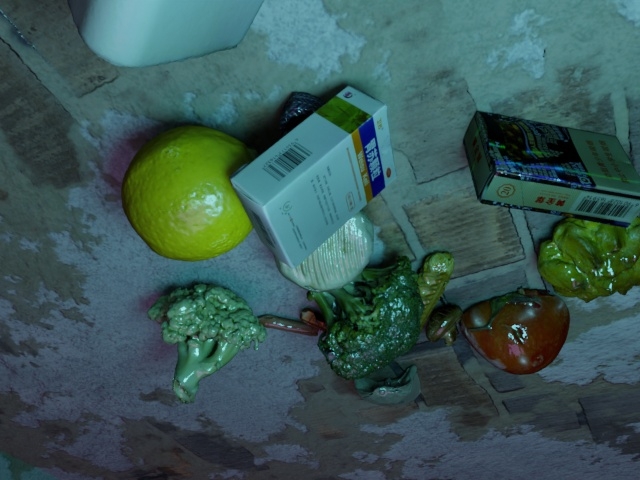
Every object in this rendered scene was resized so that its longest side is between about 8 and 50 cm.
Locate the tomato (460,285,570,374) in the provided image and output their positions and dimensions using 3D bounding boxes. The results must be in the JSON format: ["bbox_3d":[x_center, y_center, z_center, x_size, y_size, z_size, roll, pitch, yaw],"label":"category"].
[{"bbox_3d":[0.550,0.281,1.492,0.309,0.170,0.309,2,134,2],"label":"tomato"}]

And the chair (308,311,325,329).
[{"bbox_3d":[0.003,0.214,1.520,0.042,0.037,0.086,24,112,-34],"label":"chair"}]

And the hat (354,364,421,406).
[{"bbox_3d":[0.233,0.510,1.767,0.214,0.149,0.244,-16,122,18],"label":"hat"}]

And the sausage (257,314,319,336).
[{"bbox_3d":[-0.094,0.247,1.577,0.186,0.043,0.043,12,134,-11],"label":"sausage"}]

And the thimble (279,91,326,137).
[{"bbox_3d":[-0.029,-0.235,1.074,0.104,0.066,0.095,30,126,-25],"label":"thimble"}]

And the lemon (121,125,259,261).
[{"bbox_3d":[-0.251,-0.093,1.083,0.293,0.293,0.293,1,135,1],"label":"lemon"}]

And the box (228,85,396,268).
[{"bbox_3d":[0.000,-0.117,1.026,0.299,0.106,0.200,-41,145,-15],"label":"box"}]

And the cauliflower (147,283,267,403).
[{"bbox_3d":[-0.305,0.241,1.410,0.327,0.281,0.260,1,132,15],"label":"cauliflower"}]

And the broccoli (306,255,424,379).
[{"bbox_3d":[0.112,0.177,1.332,0.283,0.321,0.304,39,171,18],"label":"broccoli"}]

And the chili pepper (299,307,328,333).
[{"bbox_3d":[0.001,0.240,1.570,0.178,0.027,0.045,36,101,-28],"label":"chili pepper"}]

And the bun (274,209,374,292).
[{"bbox_3d":[0.000,0.000,1.245,0.239,0.141,0.239,-1,105,-2],"label":"bun"}]

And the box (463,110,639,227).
[{"bbox_3d":[0.450,-0.141,1.054,0.310,0.198,0.084,9,135,-6],"label":"box"}]

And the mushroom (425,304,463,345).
[{"bbox_3d":[0.340,0.229,1.492,0.085,0.126,0.109,18,121,39],"label":"mushroom"}]

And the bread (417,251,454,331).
[{"bbox_3d":[0.269,0.165,1.456,0.077,0.084,0.367,37,137,21],"label":"bread"}]

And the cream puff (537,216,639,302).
[{"bbox_3d":[0.639,0.038,1.256,0.244,0.196,0.244,-12,121,-21],"label":"cream puff"}]

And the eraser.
[{"bbox_3d":[-0.222,-0.403,0.817,0.331,0.331,0.150,26,129,-22],"label":"eraser"}]
